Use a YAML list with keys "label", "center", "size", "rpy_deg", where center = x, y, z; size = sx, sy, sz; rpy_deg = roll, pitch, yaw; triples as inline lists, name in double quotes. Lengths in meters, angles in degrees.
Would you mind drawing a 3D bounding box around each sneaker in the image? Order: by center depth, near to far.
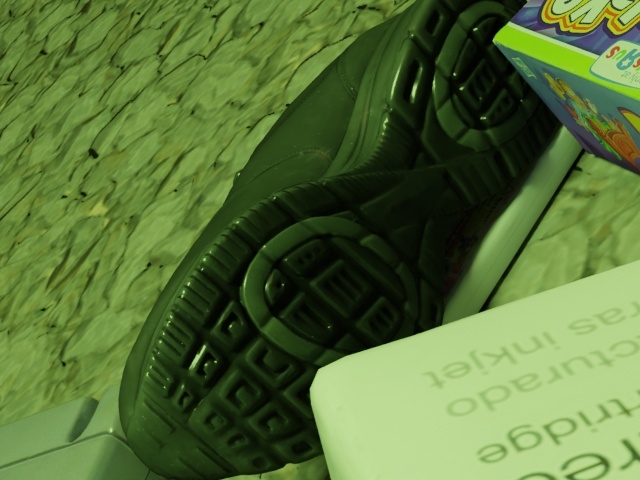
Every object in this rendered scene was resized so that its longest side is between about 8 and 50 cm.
- label: "sneaker"
  center: [0.000, 0.000, 0.874]
  size: [0.130, 0.109, 0.286]
  rpy_deg: [-18, 26, 53]

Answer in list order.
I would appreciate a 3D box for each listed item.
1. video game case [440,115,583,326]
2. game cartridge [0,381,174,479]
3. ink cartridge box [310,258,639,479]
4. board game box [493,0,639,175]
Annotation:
- label: "video game case"
  center: [0.056, -0.017, 0.937]
  size: [0.143, 0.019, 0.157]
  rpy_deg: [-1, 48, 55]
- label: "game cartridge"
  center: [-0.227, 0.208, 0.977]
  size: [0.355, 0.068, 0.230]
  rpy_deg: [-21, 38, 41]
- label: "ink cartridge box"
  center: [0.192, 0.120, 0.239]
  size: [0.285, 0.166, 0.395]
  rpy_deg: [-18, 25, -8]
- label: "board game box"
  center: [0.237, -0.101, 0.722]
  size: [0.233, 0.078, 0.347]
  rpy_deg: [-46, 25, -3]
